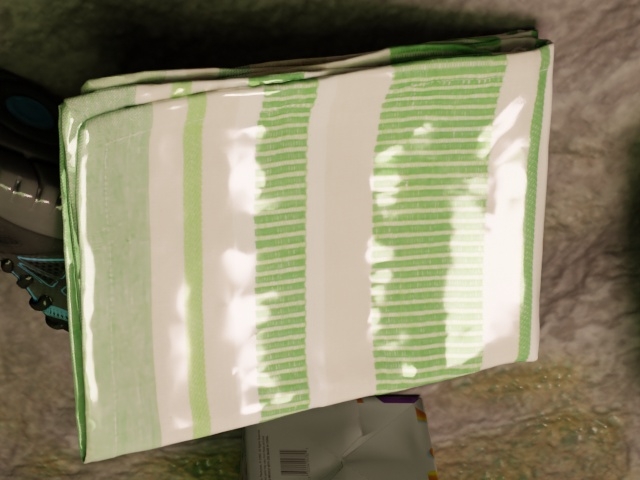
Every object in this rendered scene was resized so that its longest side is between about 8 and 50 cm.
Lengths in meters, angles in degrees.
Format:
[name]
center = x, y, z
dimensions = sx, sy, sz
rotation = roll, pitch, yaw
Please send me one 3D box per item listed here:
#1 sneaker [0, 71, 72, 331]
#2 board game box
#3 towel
[sneaker]
center = -0.170, -0.003, 0.996
dimensions = 0.341, 0.125, 0.139
rotation = 25, 120, -22
[board game box]
center = 0.005, 0.270, 1.207
dimensions = 0.142, 0.144, 0.275
rotation = 1, 128, -6
[towel]
center = 0.000, 0.000, 0.970
dimensions = 0.325, 0.038, 0.248
rotation = -10, 115, -22
